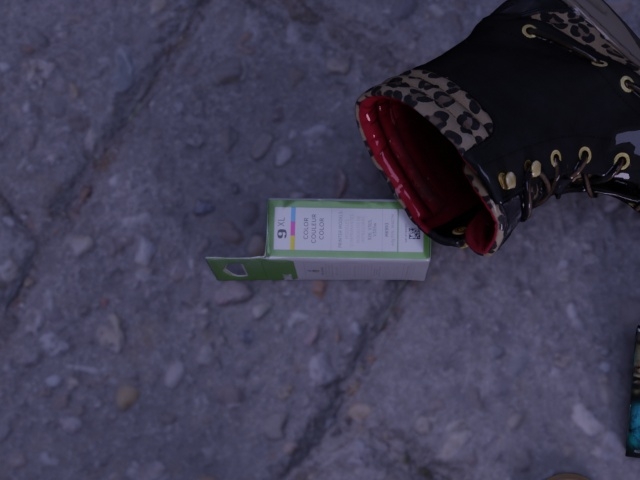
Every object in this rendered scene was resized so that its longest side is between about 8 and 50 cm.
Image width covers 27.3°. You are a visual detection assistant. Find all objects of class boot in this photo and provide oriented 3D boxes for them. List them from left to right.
[{"bbox_3d":[0.235,-0.063,1.198,0.284,0.138,0.377,-30,74,-34],"label":"boot"}]

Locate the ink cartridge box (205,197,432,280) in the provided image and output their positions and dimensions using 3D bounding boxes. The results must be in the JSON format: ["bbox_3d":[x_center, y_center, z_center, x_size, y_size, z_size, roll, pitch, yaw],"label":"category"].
[{"bbox_3d":[0.000,0.000,1.260,0.209,0.109,0.062,0,78,1],"label":"ink cartridge box"}]

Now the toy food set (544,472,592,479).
[{"bbox_3d":[0.235,0.263,1.249,0.083,0.020,0.083,-23,80,-4],"label":"toy food set"}]

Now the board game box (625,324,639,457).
[{"bbox_3d":[0.384,0.151,1.229,0.186,0.026,0.126,5,96,15],"label":"board game box"}]
